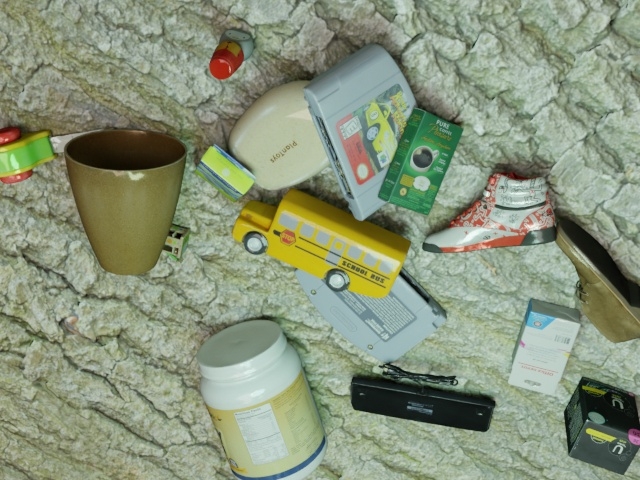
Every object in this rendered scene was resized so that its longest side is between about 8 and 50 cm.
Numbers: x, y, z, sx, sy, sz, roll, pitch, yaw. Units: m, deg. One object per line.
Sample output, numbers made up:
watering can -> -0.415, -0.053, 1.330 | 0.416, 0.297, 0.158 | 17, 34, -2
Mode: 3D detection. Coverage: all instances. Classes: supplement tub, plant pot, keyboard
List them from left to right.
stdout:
plant pot -> -0.387, -0.067, 1.806 | 0.237, 0.237, 0.254 | 8, 116, 8
supplement tub -> -0.129, 0.355, 1.955 | 0.228, 0.228, 0.316 | -11, 111, 16
keyboard -> 0.222, 0.338, 1.962 | 0.317, 0.033, 0.201 | 8, 139, 7

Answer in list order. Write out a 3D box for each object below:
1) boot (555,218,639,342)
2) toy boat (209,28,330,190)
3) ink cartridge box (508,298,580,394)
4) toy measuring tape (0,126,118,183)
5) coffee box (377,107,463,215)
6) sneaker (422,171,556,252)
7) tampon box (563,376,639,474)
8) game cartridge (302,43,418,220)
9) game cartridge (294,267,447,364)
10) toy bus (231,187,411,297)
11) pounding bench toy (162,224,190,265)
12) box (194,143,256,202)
boot -> 0.540, 0.089, 1.769 | 0.115, 0.112, 0.305 | -34, 106, 34
toy boat -> -0.090, -0.262, 1.724 | 0.267, 0.148, 0.318 | -29, 113, 27
ink cartridge box -> 0.462, 0.222, 1.864 | 0.104, 0.061, 0.181 | 15, 116, 5
toy measuring tape -> -0.591, -0.184, 1.865 | 0.330, 0.121, 0.121 | -5, 113, 14
coffee box -> 0.191, -0.148, 1.700 | 0.113, 0.040, 0.184 | 15, 100, -37
sneaker -> 0.322, -0.056, 1.758 | 0.270, 0.090, 0.145 | -7, 93, 29
tampon box -> 0.583, 0.382, 1.858 | 0.120, 0.161, 0.101 | 18, 117, 2
game cartridge -> 0.097, -0.204, 1.674 | 0.196, 0.060, 0.294 | -38, 125, -21
game cartridge -> 0.097, 0.118, 1.898 | 0.297, 0.062, 0.198 | 45, 119, -10
toy bus -> 0.000, 0.000, 1.775 | 0.332, 0.108, 0.130 | 24, 116, 3
pounding bench toy -> -0.325, 0.010, 1.933 | 0.065, 0.052, 0.083 | 16, 117, 4
box -> -0.190, -0.130, 1.778 | 0.109, 0.178, 0.042 | 38, 79, -7
